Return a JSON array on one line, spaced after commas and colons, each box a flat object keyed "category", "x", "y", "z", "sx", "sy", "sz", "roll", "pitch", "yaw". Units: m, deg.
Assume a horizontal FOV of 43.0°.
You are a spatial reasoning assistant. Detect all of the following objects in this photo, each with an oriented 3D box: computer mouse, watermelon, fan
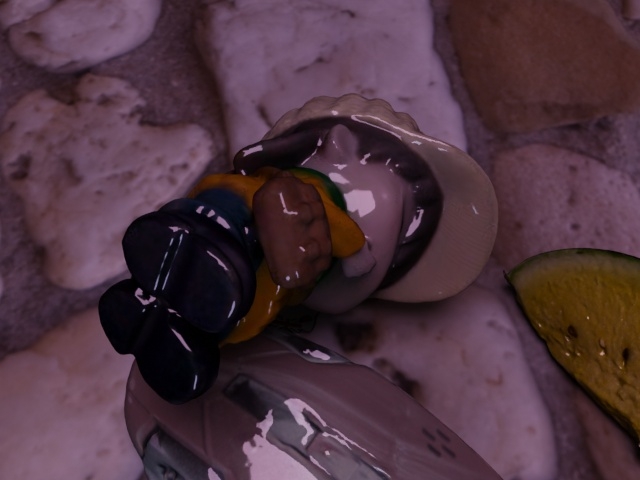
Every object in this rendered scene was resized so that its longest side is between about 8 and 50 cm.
[{"category": "computer mouse", "x": 0.010, "y": 0.180, "z": 0.605, "sx": 0.389, "sy": 0.115, "sz": 0.199, "roll": 30, "pitch": 66, "yaw": 16}, {"category": "watermelon", "x": 0.282, "y": 0.109, "z": 0.669, "sx": 0.129, "sy": 0.123, "sz": 0.301, "roll": -37, "pitch": 63, "yaw": 3}, {"category": "fan", "x": -0.025, "y": 0.048, "z": 0.736, "sx": 0.056, "sy": 0.004, "sz": 0.083, "roll": 6, "pitch": 53, "yaw": 6}]

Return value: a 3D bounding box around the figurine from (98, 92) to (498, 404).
[{"category": "figurine", "x": -0.025, "y": -0.017, "z": 0.619, "sx": 0.332, "sy": 0.185, "sz": 0.204, "roll": -9, "pitch": 48, "yaw": -47}]
